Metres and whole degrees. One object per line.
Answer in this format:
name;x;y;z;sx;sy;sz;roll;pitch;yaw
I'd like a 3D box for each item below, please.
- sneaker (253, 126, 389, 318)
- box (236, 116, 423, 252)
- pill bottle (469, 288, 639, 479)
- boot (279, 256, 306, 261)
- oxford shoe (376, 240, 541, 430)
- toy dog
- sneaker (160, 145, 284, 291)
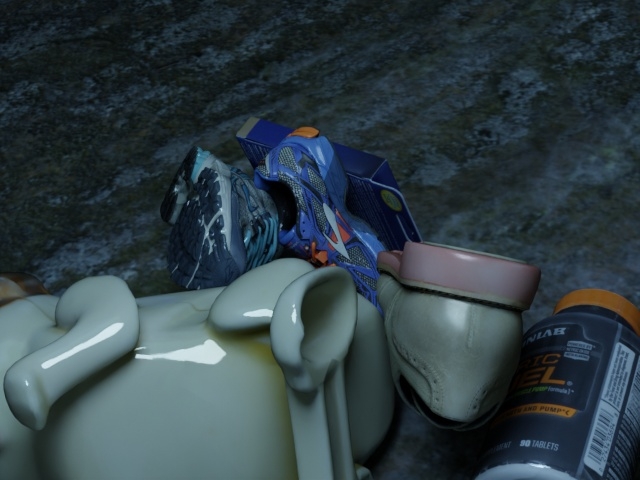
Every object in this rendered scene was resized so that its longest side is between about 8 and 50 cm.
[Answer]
sneaker;0.000;0.000;1.578;0.087;0.221;0.083;-27;-3;-31
box;0.024;-0.050;1.669;0.225;0.136;0.036;22;63;36
pill bottle;0.217;0.151;1.361;0.130;0.130;0.245;4;40;22
boot;-0.060;0.026;1.688;0.114;0.037;0.106;-8;35;2
oxford shoe;0.104;0.087;1.375;0.140;0.397;0.146;11;86;6
toy dog;-0.157;0.129;1.395;0.408;0.284;0.395;-2;24;15
sneaker;-0.083;-0.017;1.607;0.122;0.110;0.283;22;18;-15
